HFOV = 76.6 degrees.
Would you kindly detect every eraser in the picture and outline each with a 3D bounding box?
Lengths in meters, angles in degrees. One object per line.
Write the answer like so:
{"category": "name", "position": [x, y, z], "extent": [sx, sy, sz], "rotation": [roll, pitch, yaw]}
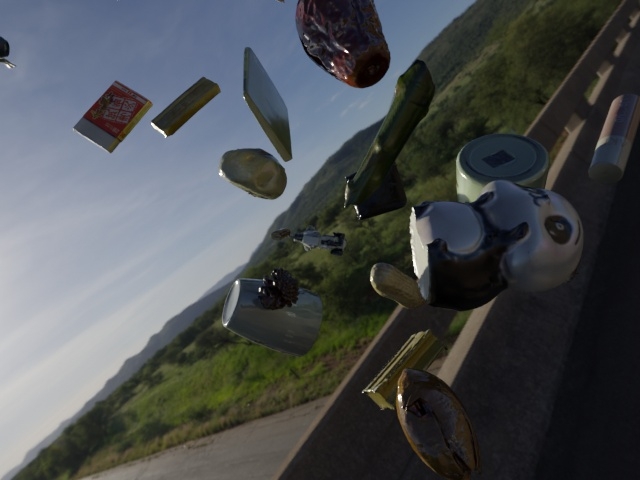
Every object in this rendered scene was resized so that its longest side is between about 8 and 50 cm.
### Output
{"category": "eraser", "position": [-0.714, -0.428, 1.397], "extent": [0.230, 0.157, 0.038], "rotation": [-56, -10, -12]}

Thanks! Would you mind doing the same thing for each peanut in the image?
{"category": "peanut", "position": [0.357, 0.217, 1.882], "extent": [0.152, 0.312, 0.152], "rotation": [-51, 21, 28]}

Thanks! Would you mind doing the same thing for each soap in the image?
{"category": "soap", "position": [-0.455, -0.453, 1.371], "extent": [0.252, 0.092, 0.037], "rotation": [-48, -31, -15]}
{"category": "soap", "position": [0.227, 0.349, 1.095], "extent": [0.233, 0.076, 0.135], "rotation": [-40, -10, -22]}

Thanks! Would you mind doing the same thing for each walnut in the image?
{"category": "walnut", "position": [0.235, 0.372, 0.817], "extent": [0.137, 0.246, 0.137], "rotation": [-23, -25, -11]}

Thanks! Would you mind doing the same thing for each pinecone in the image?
{"category": "pinecone", "position": [-0.098, 0.124, 0.974], "extent": [0.109, 0.102, 0.102], "rotation": [-55, -6, 39]}

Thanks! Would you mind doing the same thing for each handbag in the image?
{"category": "handbag", "position": [0.253, -0.225, 1.839], "extent": [0.246, 0.223, 0.080], "rotation": [-16, 12, 18]}

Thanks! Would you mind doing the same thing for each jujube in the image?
{"category": "jujube", "position": [0.051, -0.456, 0.893], "extent": [0.189, 0.256, 0.190], "rotation": [-23, -21, -9]}

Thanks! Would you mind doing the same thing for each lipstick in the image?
{"category": "lipstick", "position": [0.717, -0.248, 0.980], "extent": [0.255, 0.070, 0.070], "rotation": [-56, 9, -24]}

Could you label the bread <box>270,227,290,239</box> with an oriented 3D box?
{"category": "bread", "position": [-0.150, -0.026, 1.524], "extent": [0.046, 0.036, 0.083], "rotation": [7, 15, 19]}

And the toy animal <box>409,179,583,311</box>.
{"category": "toy animal", "position": [0.347, 0.007, 0.811], "extent": [0.309, 0.251, 0.251], "rotation": [-8, 8, 7]}

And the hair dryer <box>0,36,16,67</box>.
{"category": "hair dryer", "position": [-0.795, -0.440, 0.912], "extent": [0.199, 0.167, 0.068], "rotation": [17, 98, 57]}

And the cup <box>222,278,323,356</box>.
{"category": "cup", "position": [-0.150, 0.195, 1.147], "extent": [0.187, 0.233, 0.258], "rotation": [-69, 21, 1]}

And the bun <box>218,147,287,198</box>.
{"category": "bun", "position": [-0.246, -0.253, 1.506], "extent": [0.273, 0.272, 0.169], "rotation": [-152, 84, -86]}

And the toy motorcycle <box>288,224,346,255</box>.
{"category": "toy motorcycle", "position": [0.000, 0.000, 1.513], "extent": [0.150, 0.220, 0.102], "rotation": [3, -83, -64]}

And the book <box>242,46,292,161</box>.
{"category": "book", "position": [-0.164, -0.422, 1.232], "extent": [0.035, 0.239, 0.353], "rotation": [-23, 43, 14]}

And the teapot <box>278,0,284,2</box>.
{"category": "teapot", "position": [-0.143, -0.719, 0.997], "extent": [0.159, 0.246, 0.116], "rotation": [-29, -9, -45]}

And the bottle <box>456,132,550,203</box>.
{"category": "bottle", "position": [0.483, -0.089, 1.086], "extent": [0.228, 0.352, 0.229], "rotation": [-11, 45, 11]}

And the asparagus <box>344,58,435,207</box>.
{"category": "asparagus", "position": [0.149, -0.215, 0.887], "extent": [0.085, 0.082, 0.343], "rotation": [-18, -41, -55]}
